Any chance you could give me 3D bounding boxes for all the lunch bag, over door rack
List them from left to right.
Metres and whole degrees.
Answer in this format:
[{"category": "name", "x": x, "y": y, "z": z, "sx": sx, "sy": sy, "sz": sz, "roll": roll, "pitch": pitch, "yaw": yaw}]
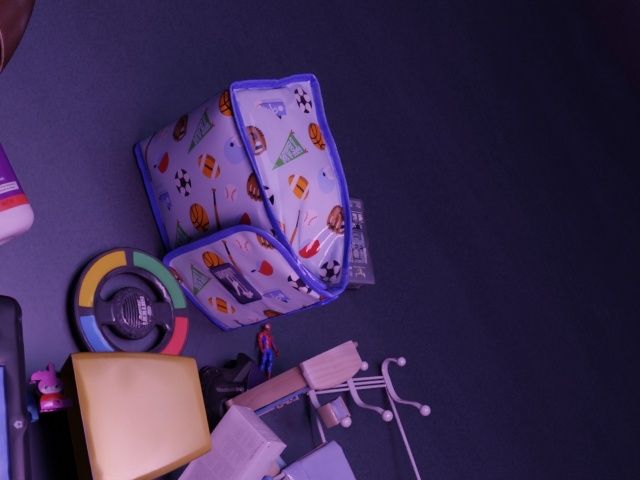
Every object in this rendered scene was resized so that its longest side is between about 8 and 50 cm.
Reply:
[{"category": "lunch bag", "x": -0.125, "y": -0.050, "z": 1.973, "sx": 0.239, "sy": 0.328, "sz": 0.385, "roll": -15, "pitch": 87, "yaw": -41}, {"category": "over door rack", "x": 0.106, "y": 0.386, "z": 2.182, "sx": 0.239, "sy": 0.108, "sz": 0.324, "roll": 1, "pitch": 74, "yaw": -42}]

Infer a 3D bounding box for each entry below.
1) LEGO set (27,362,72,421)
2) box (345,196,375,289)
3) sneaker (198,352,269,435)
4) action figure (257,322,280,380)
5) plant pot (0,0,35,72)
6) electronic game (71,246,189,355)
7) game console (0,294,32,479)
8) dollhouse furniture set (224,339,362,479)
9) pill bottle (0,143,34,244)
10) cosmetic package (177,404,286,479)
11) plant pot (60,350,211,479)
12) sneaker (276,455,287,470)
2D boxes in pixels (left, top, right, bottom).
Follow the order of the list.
[{"category": "LEGO set", "x": -0.493, "y": 0.223, "z": 1.686, "sx": 0.227, "sy": 0.087, "sz": 0.093, "roll": -3, "pitch": 69, "yaw": -26}, {"category": "box", "x": 0.000, "y": 0.000, "z": 2.262, "sx": 0.233, "sy": 0.059, "sz": 0.183, "roll": 5, "pitch": 71, "yaw": -43}, {"category": "sneaker", "x": -0.196, "y": 0.287, "z": 1.954, "sx": 0.124, "sy": 0.107, "sz": 0.283, "roll": 57, "pitch": 38, "yaw": 3}, {"category": "action figure", "x": -0.098, "y": 0.209, "z": 2.114, "sx": 0.038, "sy": 0.030, "sz": 0.115, "roll": 12, "pitch": 64, "yaw": -35}, {"category": "plant pot", "x": -0.548, "y": -0.372, "z": 1.804, "sx": 0.215, "sy": 0.215, "sz": 0.230, "roll": 49, "pitch": 33, "yaw": -18}, {"category": "electronic game", "x": -0.317, "y": 0.122, "z": 1.924, "sx": 0.229, "sy": 0.048, "sz": 0.229, "roll": 18, "pitch": 62, "yaw": -38}, {"category": "game console", "x": -0.568, "y": 0.261, "z": 1.552, "sx": 0.342, "sy": 0.060, "sz": 0.386, "roll": 0, "pitch": 72, "yaw": -24}, {"category": "dollhouse furniture set", "x": 0.038, "y": 0.343, "z": 1.922, "sx": 0.286, "sy": 0.198, "sz": 0.303, "roll": -18, "pitch": 81, "yaw": -52}, {"category": "pill bottle", "x": -0.568, "y": -0.131, "z": 1.688, "sx": 0.181, "sy": 0.181, "sz": 0.323, "roll": -27, "pitch": 94, "yaw": -46}, {"category": "cosmetic package", "x": -0.165, "y": 0.389, "z": 1.829, "sx": 0.099, "sy": 0.239, "sz": 0.060, "roll": 41, "pitch": 9, "yaw": 35}, {"category": "plant pot", "x": -0.280, "y": 0.273, "z": 1.743, "sx": 0.187, "sy": 0.212, "sz": 0.212, "roll": -9, "pitch": 79, "yaw": -19}, {"category": "sneaker", "x": -0.003, "y": 0.513, "z": 2.011, "sx": 0.366, "sy": 0.135, "sz": 0.150, "roll": 51, "pitch": 50, "yaw": -18}]
